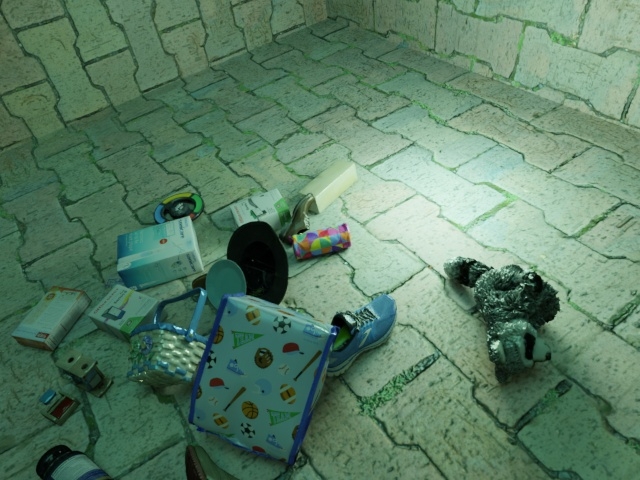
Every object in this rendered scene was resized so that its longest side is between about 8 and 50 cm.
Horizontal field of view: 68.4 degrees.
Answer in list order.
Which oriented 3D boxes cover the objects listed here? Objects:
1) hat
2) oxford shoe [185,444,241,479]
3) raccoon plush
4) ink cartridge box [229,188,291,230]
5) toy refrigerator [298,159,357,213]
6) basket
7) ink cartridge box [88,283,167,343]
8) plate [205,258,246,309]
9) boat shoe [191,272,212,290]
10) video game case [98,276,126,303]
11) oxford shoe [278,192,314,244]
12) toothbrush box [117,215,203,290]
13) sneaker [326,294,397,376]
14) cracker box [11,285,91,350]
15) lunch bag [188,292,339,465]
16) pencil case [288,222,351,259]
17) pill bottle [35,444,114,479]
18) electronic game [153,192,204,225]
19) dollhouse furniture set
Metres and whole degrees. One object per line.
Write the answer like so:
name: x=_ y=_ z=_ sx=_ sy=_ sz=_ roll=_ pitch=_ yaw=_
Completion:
hat: x=-0.191 y=0.098 z=1.665 sx=0.331 sy=0.331 sz=0.134 roll=31 pitch=19 yaw=35
oxford shoe: x=-0.239 y=0.652 z=1.195 sx=0.130 sy=0.123 sz=0.348 roll=-9 pitch=35 yaw=-37
raccoon plush: x=0.507 y=0.241 z=1.446 sx=0.299 sy=0.216 sz=0.446 roll=-48 pitch=24 yaw=-16
ink cartridge box: x=-0.249 y=-0.106 z=1.955 sx=0.219 sy=0.093 sz=0.160 roll=-22 pitch=45 yaw=-12
toy refrigerator: x=0.037 y=-0.233 z=2.031 sx=0.102 sy=0.094 sz=0.269 roll=21 pitch=51 yaw=37
basket: x=-0.468 y=0.299 z=1.473 sx=0.254 sy=0.201 sz=0.289 roll=-23 pitch=43 yaw=36
ink cartridge box: x=-0.683 y=0.263 z=1.670 sx=0.212 sy=0.093 sz=0.154 roll=15 pitch=50 yaw=27
plate: x=-0.330 y=0.159 z=1.665 sx=0.188 sy=0.188 sz=0.024 roll=21 pitch=12 yaw=29
boat shoe: x=-0.376 y=0.137 z=1.751 sx=0.206 sy=0.073 sz=0.073 roll=-14 pitch=6 yaw=-10
video game case: x=-0.796 y=0.191 z=1.823 sx=0.087 sy=0.011 sz=0.122 roll=-5 pitch=44 yaw=7
oxford shoe: x=-0.072 y=-0.083 z=1.883 sx=0.096 sy=0.083 sz=0.227 roll=26 pitch=83 yaw=14
toothbrush box: x=-0.627 y=0.050 z=1.847 sx=0.295 sy=0.126 sz=0.216 roll=-15 pitch=44 yaw=-9
sneaker: x=0.117 y=0.273 z=1.459 sx=0.330 sy=0.147 sz=0.129 roll=-38 pitch=50 yaw=-26
cracker box: x=-0.983 y=0.282 z=1.729 sx=0.155 sy=0.067 sz=0.232 roll=6 pitch=46 yaw=18
lunch bag: x=-0.156 y=0.373 z=1.290 sx=0.327 sy=0.239 sz=0.386 roll=17 pitch=87 yaw=9
pencil case: x=0.000 y=0.000 z=1.796 sx=0.236 sy=0.104 sz=0.104 roll=-11 pitch=44 yaw=-2
pill bottle: x=-0.654 y=0.643 z=1.256 sx=0.219 sy=0.123 sz=0.123 roll=20 pitch=52 yaw=29
electronic game: x=-0.629 y=-0.136 z=2.095 sx=0.229 sy=0.048 sz=0.229 roll=-6 pitch=44 yaw=5
dollhouse furniture set: x=-0.772 y=0.461 z=1.459 sx=0.128 sy=0.129 sz=0.184 roll=14 pitch=48 yaw=24
